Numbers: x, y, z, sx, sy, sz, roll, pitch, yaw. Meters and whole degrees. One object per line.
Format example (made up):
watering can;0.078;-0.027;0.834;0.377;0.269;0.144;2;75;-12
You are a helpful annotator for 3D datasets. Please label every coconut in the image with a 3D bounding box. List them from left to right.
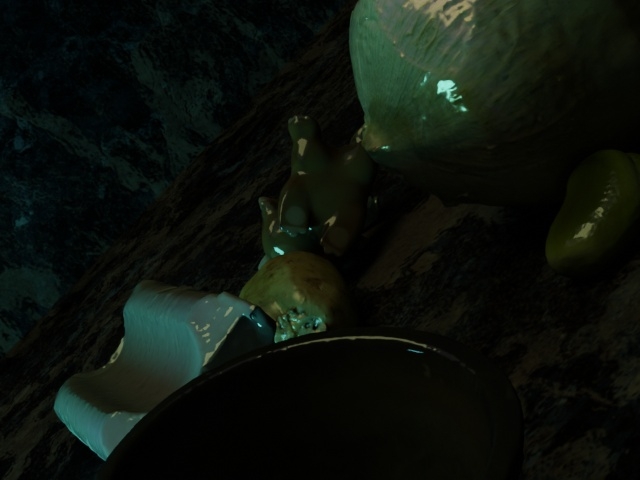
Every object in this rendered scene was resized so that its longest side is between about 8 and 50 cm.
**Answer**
coconut;0.209;-0.213;1.921;0.404;0.404;0.404;-39;17;14

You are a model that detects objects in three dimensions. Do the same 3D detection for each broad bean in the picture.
broad bean;0.322;-0.032;1.761;0.124;0.082;0.174;-28;33;44

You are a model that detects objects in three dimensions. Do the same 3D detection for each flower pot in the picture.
flower pot;0.018;0.269;1.315;0.379;0.251;0.379;-16;28;9

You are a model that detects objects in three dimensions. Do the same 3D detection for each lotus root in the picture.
lotus root;-0.034;0.096;2.147;0.160;0.146;0.284;-25;14;0

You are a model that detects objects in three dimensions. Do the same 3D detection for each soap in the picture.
soap;-0.080;0.218;1.651;0.213;0.350;0.435;-55;17;-9

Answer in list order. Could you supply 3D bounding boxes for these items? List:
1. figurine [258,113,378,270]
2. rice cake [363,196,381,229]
figurine;-0.008;-0.046;2.356;0.173;0.177;0.247;124;149;-68
rice cake;0.000;0.000;2.482;0.245;0.042;0.045;-32;21;33
